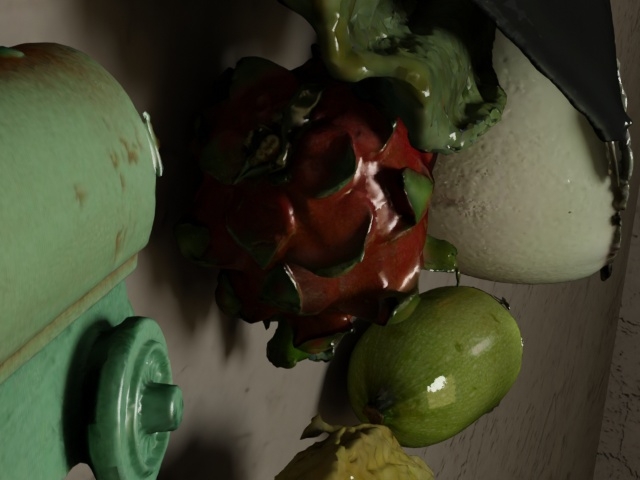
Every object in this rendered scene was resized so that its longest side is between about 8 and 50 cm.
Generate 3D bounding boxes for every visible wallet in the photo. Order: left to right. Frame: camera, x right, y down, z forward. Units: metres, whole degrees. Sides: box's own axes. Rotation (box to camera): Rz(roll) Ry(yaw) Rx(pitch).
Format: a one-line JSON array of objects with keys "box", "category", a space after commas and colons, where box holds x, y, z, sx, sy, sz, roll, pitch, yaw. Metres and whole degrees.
[{"box": [0.087, -0.157, 0.609, 0.285, 0.030, 0.146, 28, 56, -54], "category": "wallet"}]

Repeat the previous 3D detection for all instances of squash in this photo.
[{"box": [0.080, 0.104, 1.016, 0.186, 0.123, 0.123, -15, 116, -63], "category": "squash"}]

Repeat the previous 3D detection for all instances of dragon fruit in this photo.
[{"box": [0.004, -0.001, 0.696, 0.236, 0.137, 0.135, 76, 32, -42], "category": "dragon fruit"}]

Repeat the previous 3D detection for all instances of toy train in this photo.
[{"box": [-0.123, 0.029, 0.382, 0.285, 0.116, 0.177, -51, 141, -71], "category": "toy train"}]

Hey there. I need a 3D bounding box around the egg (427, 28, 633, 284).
[{"box": [0.100, -0.096, 0.882, 0.286, 0.174, 0.264, -91, 171, -61], "category": "egg"}]

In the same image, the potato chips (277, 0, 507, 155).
[{"box": [0.031, -0.243, 0.635, 0.429, 0.070, 0.358, -56, 131, -55], "category": "potato chips"}]

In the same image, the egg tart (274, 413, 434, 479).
[{"box": [-0.048, 0.279, 0.701, 0.339, 0.153, 0.352, -32, 133, -65], "category": "egg tart"}]
